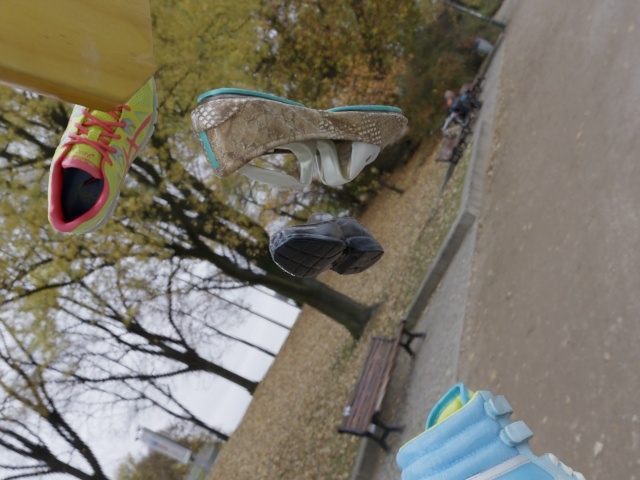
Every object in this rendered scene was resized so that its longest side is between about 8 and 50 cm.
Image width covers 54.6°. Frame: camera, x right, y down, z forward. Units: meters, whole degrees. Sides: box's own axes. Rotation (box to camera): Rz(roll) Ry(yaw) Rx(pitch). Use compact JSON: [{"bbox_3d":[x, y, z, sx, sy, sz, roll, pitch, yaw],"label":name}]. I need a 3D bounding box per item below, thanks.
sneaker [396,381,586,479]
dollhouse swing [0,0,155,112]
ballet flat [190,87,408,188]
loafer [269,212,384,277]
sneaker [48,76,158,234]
[{"bbox_3d":[0.215,0.230,0.588,0.127,0.319,0.208,-57,37,39],"label":"sneaker"},{"bbox_3d":[-0.361,-0.247,0.504,0.305,0.316,0.346,16,-115,-69],"label":"dollhouse swing"},{"bbox_3d":[-0.007,-0.074,0.488,0.073,0.206,0.067,-10,87,51],"label":"ballet flat"},{"bbox_3d":[0.000,0.000,0.658,0.062,0.061,0.170,-41,-25,23],"label":"loafer"},{"bbox_3d":[-0.220,-0.096,0.620,0.094,0.082,0.208,-113,40,-76],"label":"sneaker"}]
